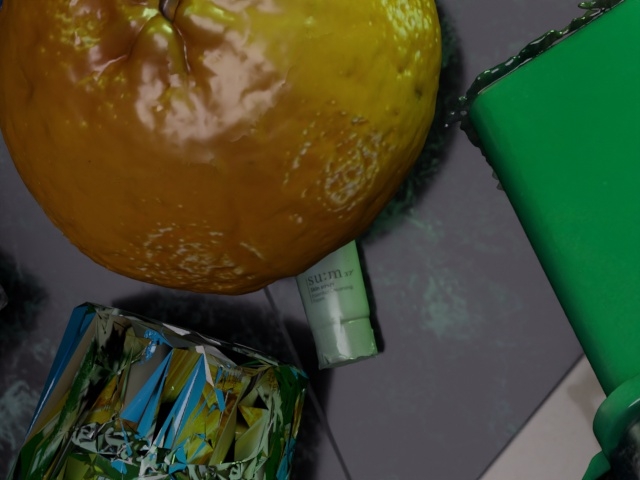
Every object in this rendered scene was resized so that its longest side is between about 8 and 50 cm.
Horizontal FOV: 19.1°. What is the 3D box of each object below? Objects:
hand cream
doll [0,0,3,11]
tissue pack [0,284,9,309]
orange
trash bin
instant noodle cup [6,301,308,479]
[{"bbox_3d":[0.000,0.000,1.529,0.078,0.050,0.205,-16,83,12],"label":"hand cream"},{"bbox_3d":[-0.301,-0.143,1.562,0.227,0.057,0.114,-28,91,5],"label":"doll"},{"bbox_3d":[-0.453,0.023,1.543,0.343,0.125,0.242,43,103,3],"label":"tissue pack"},{"bbox_3d":[-0.081,-0.132,1.400,0.340,0.293,0.341,-3,79,16],"label":"orange"},{"bbox_3d":[0.259,0.032,1.328,0.295,0.259,0.381,-33,47,6],"label":"trash bin"},{"bbox_3d":[-0.120,0.159,1.470,0.240,0.240,0.178,16,84,7],"label":"instant noodle cup"}]
